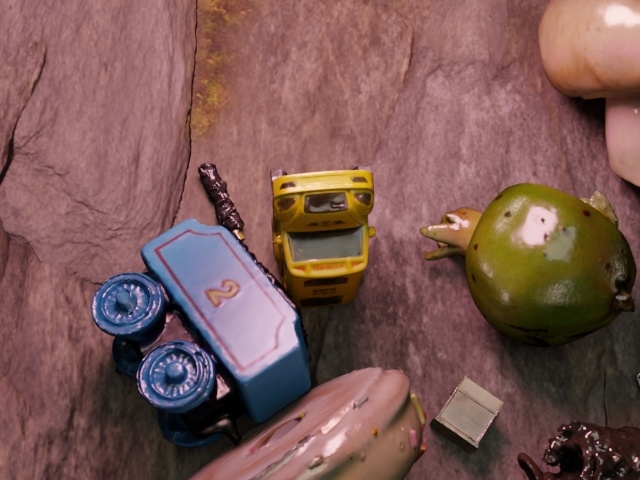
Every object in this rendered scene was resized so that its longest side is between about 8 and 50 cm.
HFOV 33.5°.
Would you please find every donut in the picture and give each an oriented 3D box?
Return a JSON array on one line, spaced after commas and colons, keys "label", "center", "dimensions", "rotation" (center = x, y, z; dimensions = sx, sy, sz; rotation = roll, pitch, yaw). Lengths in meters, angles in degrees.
[{"label": "donut", "center": [-0.023, 0.314, 1.431], "dimensions": [0.383, 0.382, 0.142], "rotation": [-33, 93, -13]}]

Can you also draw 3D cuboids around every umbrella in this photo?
[{"label": "umbrella", "center": [-0.158, -0.060, 1.716], "dimensions": [0.037, 0.040, 0.144], "rotation": [-21, 74, -18]}]

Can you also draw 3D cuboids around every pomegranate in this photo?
[{"label": "pomegranate", "center": [0.312, 0.028, 1.605], "dimensions": [0.341, 0.260, 0.260], "rotation": [11, 68, 33]}]

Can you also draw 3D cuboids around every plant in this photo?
[{"label": "plant", "center": [0.389, 0.357, 1.520], "dimensions": [0.234, 0.204, 0.178], "rotation": [-2, 67, -10]}]

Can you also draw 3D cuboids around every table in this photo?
[{"label": "table", "center": [0.222, 0.263, 1.606], "dimensions": [0.079, 0.062, 0.083], "rotation": [34, 73, 9]}]

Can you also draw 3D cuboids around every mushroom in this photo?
[{"label": "mushroom", "center": [0.521, -0.302, 1.717], "dimensions": [0.353, 0.353, 0.325], "rotation": [-34, 55, -13]}]

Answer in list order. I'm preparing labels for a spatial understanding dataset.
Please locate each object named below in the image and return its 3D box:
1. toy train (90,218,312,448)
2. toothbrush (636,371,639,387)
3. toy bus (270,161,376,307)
[{"label": "toy train", "center": [-0.166, 0.139, 1.552], "dimensions": [0.265, 0.188, 0.300], "rotation": [-33, 59, -15]}, {"label": "toothbrush", "center": [0.549, 0.359, 1.604], "dimensions": [0.025, 0.030, 0.342], "rotation": [-16, 74, -3]}, {"label": "toy bus", "center": [0.000, 0.000, 1.549], "dimensions": [0.144, 0.330, 0.152], "rotation": [-4, 74, -4]}]
